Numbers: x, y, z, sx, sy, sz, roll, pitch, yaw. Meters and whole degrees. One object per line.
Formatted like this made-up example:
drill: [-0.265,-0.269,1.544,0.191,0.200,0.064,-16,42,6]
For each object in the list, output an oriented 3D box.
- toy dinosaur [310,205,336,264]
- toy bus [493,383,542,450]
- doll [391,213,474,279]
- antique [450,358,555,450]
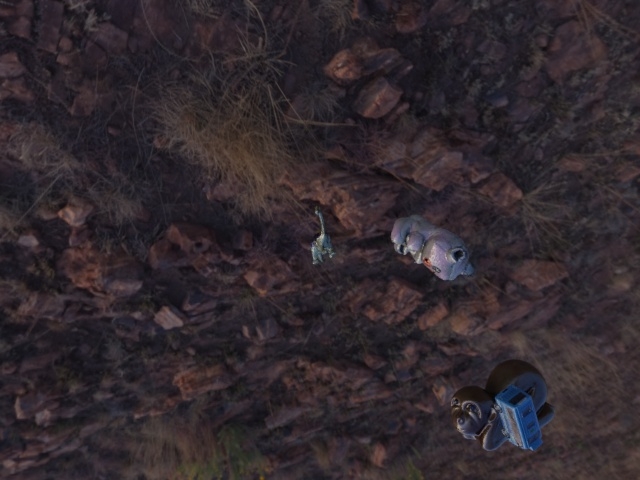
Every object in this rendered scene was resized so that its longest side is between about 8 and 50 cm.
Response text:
toy dinosaur: [0.003,0.013,0.679,0.037,0.058,0.180,-4,151,-9]
toy bus: [0.278,0.249,0.588,0.038,0.046,0.083,-27,107,-18]
doll: [0.238,0.015,0.898,0.095,0.192,0.149,-54,155,-5]
antique: [0.400,0.362,0.943,0.256,0.121,0.143,-16,89,-16]
